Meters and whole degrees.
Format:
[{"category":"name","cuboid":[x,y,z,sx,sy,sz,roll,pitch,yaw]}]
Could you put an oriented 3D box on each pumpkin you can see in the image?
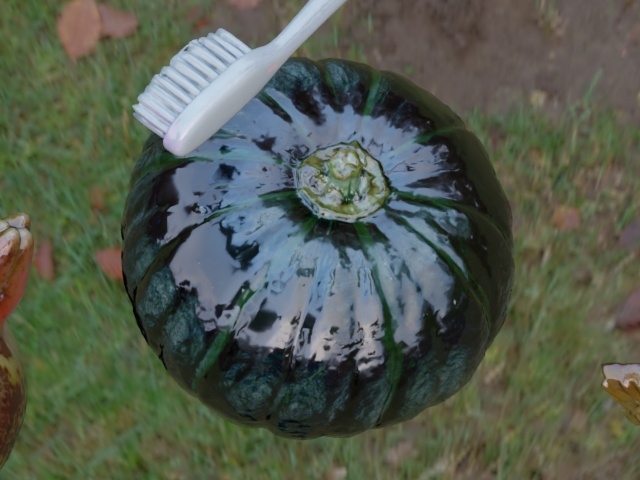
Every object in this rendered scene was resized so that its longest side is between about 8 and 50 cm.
[{"category":"pumpkin","cuboid":[0.000,0.000,0.930,0.202,0.140,0.202,9,55,-13]}]

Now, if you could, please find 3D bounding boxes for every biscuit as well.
[{"category":"biscuit","cuboid":[0.298,0.135,1.519,0.229,0.176,0.031,13,72,-27]}]

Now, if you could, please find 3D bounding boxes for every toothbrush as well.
[{"category":"toothbrush","cuboid":[0.044,-0.126,0.638,0.025,0.020,0.286,38,68,21]}]

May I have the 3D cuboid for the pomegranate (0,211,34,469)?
[{"category":"pomegranate","cuboid":[-0.285,0.074,1.366,0.248,0.214,0.214,-43,73,17]}]
